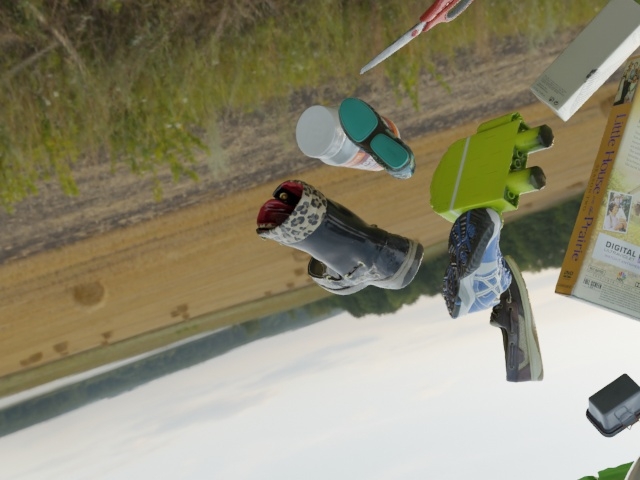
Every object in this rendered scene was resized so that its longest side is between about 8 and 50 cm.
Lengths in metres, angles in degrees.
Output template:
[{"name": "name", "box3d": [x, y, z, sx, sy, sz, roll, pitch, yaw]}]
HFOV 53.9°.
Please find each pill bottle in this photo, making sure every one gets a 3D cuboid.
[{"name": "pill bottle", "box3d": [0.059, -0.210, 1.292, 0.121, 0.121, 0.221, -23, 166, 37]}]

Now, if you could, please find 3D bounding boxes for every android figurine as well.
[{"name": "android figurine", "box3d": [0.303, -0.123, 1.172, 0.056, 0.248, 0.273, 27, 157, -26]}]

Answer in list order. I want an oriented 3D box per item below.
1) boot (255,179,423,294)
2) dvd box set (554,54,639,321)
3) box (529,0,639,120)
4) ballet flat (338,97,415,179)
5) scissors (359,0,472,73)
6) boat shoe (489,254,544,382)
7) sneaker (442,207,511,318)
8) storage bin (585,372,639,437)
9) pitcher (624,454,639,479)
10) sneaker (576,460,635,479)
[{"name": "boot", "box3d": [0.000, 0.000, 1.300, 0.284, 0.138, 0.377, 28, 167, -23]}, {"name": "dvd box set", "box3d": [0.597, -0.063, 1.068, 0.307, 0.421, 0.062, 17, 179, -14]}, {"name": "box", "box3d": [0.622, -0.416, 1.446, 0.275, 0.094, 0.113, -49, 154, 20]}, {"name": "ballet flat", "box3d": [0.095, -0.168, 1.065, 0.070, 0.188, 0.070, -24, 148, -16]}, {"name": "scissors", "box3d": [0.199, -0.413, 1.235, 0.297, 0.021, 0.109, -46, 155, 7]}, {"name": "boat shoe", "box3d": [0.424, 0.177, 1.404, 0.092, 0.285, 0.103, -12, 172, 6]}, {"name": "sneaker", "box3d": [0.229, 0.029, 0.899, 0.081, 0.080, 0.211, -7, 141, -5]}, {"name": "storage bin", "box3d": [0.670, 0.369, 1.415, 0.135, 0.098, 0.091, -35, 134, 1]}, {"name": "pitcher", "box3d": [0.267, 0.236, 0.376, 0.125, 0.177, 0.207, -44, -169, 36]}, {"name": "sneaker", "box3d": [0.355, 0.317, 0.584, 0.185, 0.202, 0.483, 16, 139, -18]}]
